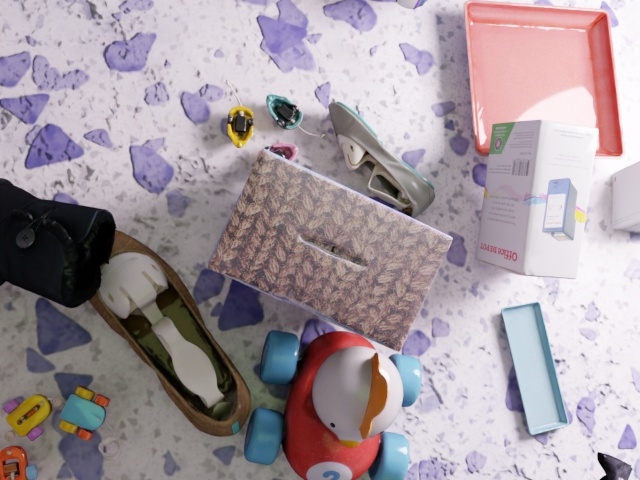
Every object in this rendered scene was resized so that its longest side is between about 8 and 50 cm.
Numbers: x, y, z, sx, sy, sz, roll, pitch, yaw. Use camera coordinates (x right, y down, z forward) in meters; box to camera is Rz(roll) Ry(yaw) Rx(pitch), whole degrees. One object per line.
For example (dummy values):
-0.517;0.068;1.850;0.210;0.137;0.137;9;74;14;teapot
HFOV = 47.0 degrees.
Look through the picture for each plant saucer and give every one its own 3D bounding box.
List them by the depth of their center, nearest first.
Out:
0.321;0.191;1.115;0.067;0.018;0.192;-9;83;-14;plant saucer
0.352;-0.251;1.187;0.259;0.048;0.258;0;80;-13;plant saucer

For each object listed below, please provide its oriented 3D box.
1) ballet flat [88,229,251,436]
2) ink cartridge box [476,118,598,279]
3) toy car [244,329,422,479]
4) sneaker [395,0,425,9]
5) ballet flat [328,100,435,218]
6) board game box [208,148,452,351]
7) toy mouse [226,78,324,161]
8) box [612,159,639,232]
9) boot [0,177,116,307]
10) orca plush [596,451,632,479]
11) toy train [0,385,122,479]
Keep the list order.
-0.206;0.113;0.960;0.116;0.124;0.342;-34;88;-16;ballet flat
0.304;-0.060;1.059;0.093;0.154;0.212;6;95;-13;ink cartridge box
0.035;0.215;0.934;0.219;0.238;0.210;13;77;-9;toy car
0.273;-0.447;1.146;0.236;0.130;0.323;25;62;0;sneaker
0.078;-0.115;1.091;0.213;0.072;0.068;42;79;-3;ballet flat
0.000;0.000;0.926;0.232;0.291;0.141;25;93;-7;board game box
-0.066;-0.155;1.087;0.143;0.031;0.161;-1;80;-12;toy mouse
0.527;-0.069;1.163;0.087;0.101;0.102;9;78;-10;box
-0.387;0.044;0.910;0.207;0.094;0.246;18;69;21;boot
0.336;0.427;1.030;0.102;0.151;0.287;20;92;29;orca plush
-0.343;0.255;0.947;0.166;0.046;0.125;-14;84;-11;toy train
